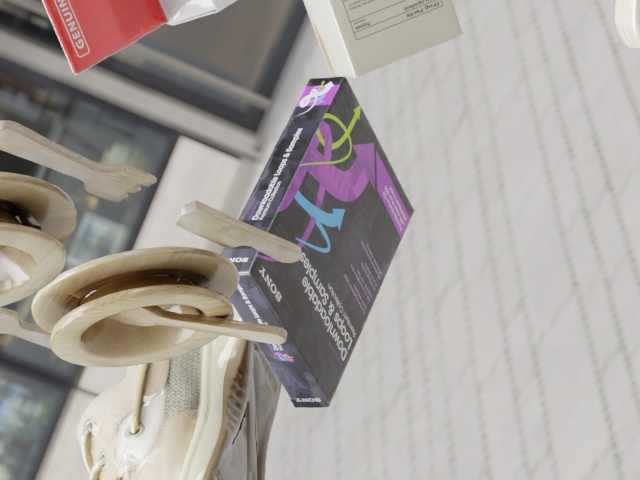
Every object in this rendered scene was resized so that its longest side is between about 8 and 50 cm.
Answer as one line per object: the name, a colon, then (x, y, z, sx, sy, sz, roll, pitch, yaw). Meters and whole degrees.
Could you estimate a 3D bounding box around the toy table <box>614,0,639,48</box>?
toy table: (0.266, -0.268, 1.170, 0.252, 0.161, 0.274, -37, 20, -5)

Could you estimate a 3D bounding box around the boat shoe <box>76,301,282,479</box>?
boat shoe: (-0.089, 0.126, 1.005, 0.109, 0.098, 0.302, 75, -162, -44)

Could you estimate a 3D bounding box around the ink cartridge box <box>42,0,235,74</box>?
ink cartridge box: (-0.158, -0.316, 1.391, 0.066, 0.296, 0.261, -11, 19, 36)

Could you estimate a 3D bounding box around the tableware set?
tableware set: (-0.100, 0.021, 0.653, 0.128, 0.194, 0.039, -25, 64, 25)

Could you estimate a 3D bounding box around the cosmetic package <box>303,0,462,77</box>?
cosmetic package: (0.016, -0.138, 0.795, 0.041, 0.060, 0.115, -159, 49, -71)

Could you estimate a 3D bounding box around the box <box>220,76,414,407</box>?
box: (0.000, 0.000, 1.000, 0.029, 0.116, 0.162, -1, 46, 32)
